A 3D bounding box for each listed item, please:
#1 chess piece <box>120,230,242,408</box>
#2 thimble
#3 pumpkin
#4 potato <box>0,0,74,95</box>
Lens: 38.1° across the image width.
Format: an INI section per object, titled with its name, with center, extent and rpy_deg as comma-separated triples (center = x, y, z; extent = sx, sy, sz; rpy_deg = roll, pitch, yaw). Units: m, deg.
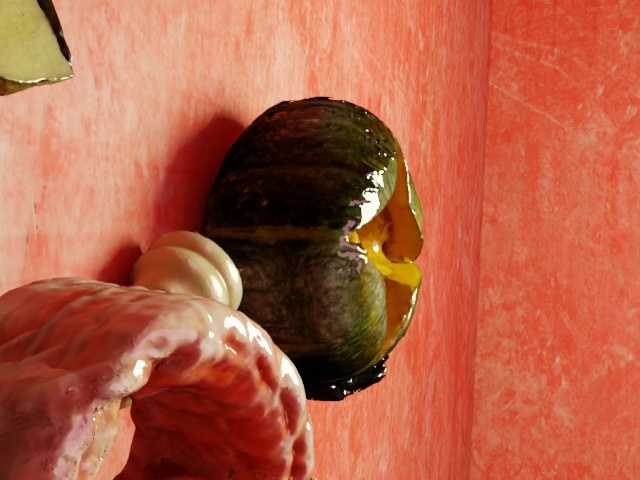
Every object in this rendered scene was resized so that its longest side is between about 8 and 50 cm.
[chess piece]
center = -0.144, 0.071, 0.753
extent = 0.170, 0.094, 0.094
rpy_deg = -49, 139, -50
[thimble]
center = -0.133, 0.140, 0.577
extent = 0.239, 0.162, 0.239
rpy_deg = -10, 103, -49
[pumpkin]
center = 0.000, 0.000, 0.994
extent = 0.320, 0.192, 0.320
rpy_deg = 2, 90, -69
[potato]
center = -0.212, -0.125, 0.547
extent = 0.103, 0.066, 0.096
rpy_deg = -22, 89, -60
